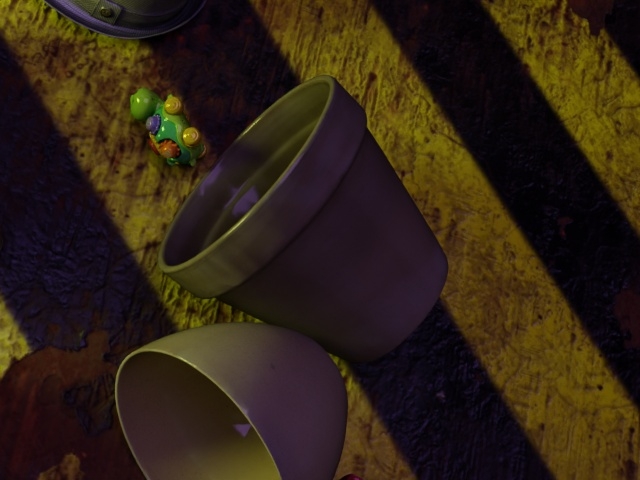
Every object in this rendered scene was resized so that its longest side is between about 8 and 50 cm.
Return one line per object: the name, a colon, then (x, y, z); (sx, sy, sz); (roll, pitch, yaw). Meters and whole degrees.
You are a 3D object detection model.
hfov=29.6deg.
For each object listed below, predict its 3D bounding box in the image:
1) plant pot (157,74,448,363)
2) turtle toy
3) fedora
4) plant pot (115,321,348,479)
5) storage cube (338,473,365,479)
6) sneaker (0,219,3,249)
plant pot: (0.000, 0.000, 1.543); (0.280, 0.323, 0.323); (42, 61, -19)
turtle toy: (-0.206, -0.152, 1.632); (0.066, 0.095, 0.130); (-31, 81, -5)
fedora: (-0.272, -0.410, 1.673); (0.275, 0.124, 0.243); (30, 60, -10)
plant pot: (-0.079, 0.207, 1.439); (0.191, 0.284, 0.284); (-34, 83, -39)
storage cube: (0.051, 0.418, 1.437); (0.215, 0.183, 0.193); (31, 64, -5)
sneaker: (-0.445, -0.071, 1.522); (0.066, 0.071, 0.188); (-16, 75, -24)
